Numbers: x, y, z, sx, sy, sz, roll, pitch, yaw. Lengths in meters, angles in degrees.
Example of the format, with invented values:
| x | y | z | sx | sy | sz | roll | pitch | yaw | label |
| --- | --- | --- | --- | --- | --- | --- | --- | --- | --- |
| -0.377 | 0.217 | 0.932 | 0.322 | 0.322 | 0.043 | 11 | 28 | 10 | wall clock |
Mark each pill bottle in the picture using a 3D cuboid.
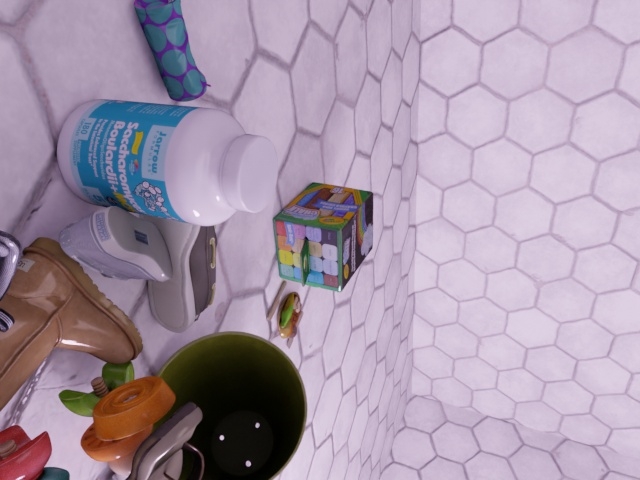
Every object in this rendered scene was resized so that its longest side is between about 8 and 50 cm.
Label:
| x | y | z | sx | sy | sz | roll | pitch | yaw | label |
| --- | --- | --- | --- | --- | --- | --- | --- | --- | --- |
| -0.190 | -0.100 | 0.656 | 0.146 | 0.263 | 0.147 | 10 | 90 | -67 | pill bottle |

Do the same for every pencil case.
| x | y | z | sx | sy | sz | roll | pitch | yaw | label |
| --- | --- | --- | --- | --- | --- | --- | --- | --- | --- |
| -0.219 | -0.289 | 0.765 | 0.070 | 0.064 | 0.152 | -35 | 137 | -25 | pencil case |

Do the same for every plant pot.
| x | y | z | sx | sy | sz | roll | pitch | yaw | label |
| --- | --- | --- | --- | --- | --- | --- | --- | --- | --- |
| -0.164 | 0.356 | 0.978 | 0.294 | 0.274 | 0.275 | 95 | 17 | -59 | plant pot |

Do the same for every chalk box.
| x | y | z | sx | sy | sz | roll | pitch | yaw | label |
| --- | --- | --- | --- | --- | --- | --- | --- | --- | --- |
| 0.000 | 0.000 | 1.267 | 0.289 | 0.179 | 0.181 | -46 | 142 | -51 | chalk box |

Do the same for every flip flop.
| x | y | z | sx | sy | sz | roll | pitch | yaw | label |
| --- | --- | --- | --- | --- | --- | --- | --- | --- | --- |
| -0.195 | 0.303 | 0.677 | 0.112 | 0.080 | 0.277 | -46 | 170 | -46 | flip flop |

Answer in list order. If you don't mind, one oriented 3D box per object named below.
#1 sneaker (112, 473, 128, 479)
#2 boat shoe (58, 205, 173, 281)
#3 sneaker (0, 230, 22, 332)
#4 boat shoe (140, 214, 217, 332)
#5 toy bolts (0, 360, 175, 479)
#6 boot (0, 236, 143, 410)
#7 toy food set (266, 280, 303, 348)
| x | y | z | sx | sy | sz | roll | pitch | yaw | label |
| --- | --- | --- | --- | --- | --- | --- | --- | --- | --- |
| -0.304 | 0.416 | 0.841 | 0.091 | 0.094 | 0.258 | -32 | 122 | -27 | sneaker |
| -0.267 | 0.013 | 0.686 | 0.227 | 0.081 | 0.080 | 74 | 1 | -75 | boat shoe |
| -0.357 | -0.025 | 0.440 | 0.101 | 0.152 | 0.269 | -56 | 148 | -44 | sneaker |
| -0.222 | 0.001 | 0.836 | 0.091 | 0.109 | 0.305 | -38 | 140 | -58 | boat shoe |
| -0.288 | 0.286 | 0.654 | 0.228 | 0.218 | 0.159 | -31 | 110 | -46 | toy bolts |
| -0.362 | 0.163 | 0.606 | 0.270 | 0.089 | 0.236 | -61 | 139 | -39 | boot |
| -0.075 | 0.201 | 1.350 | 0.192 | 0.038 | 0.133 | 67 | 40 | -53 | toy food set |
